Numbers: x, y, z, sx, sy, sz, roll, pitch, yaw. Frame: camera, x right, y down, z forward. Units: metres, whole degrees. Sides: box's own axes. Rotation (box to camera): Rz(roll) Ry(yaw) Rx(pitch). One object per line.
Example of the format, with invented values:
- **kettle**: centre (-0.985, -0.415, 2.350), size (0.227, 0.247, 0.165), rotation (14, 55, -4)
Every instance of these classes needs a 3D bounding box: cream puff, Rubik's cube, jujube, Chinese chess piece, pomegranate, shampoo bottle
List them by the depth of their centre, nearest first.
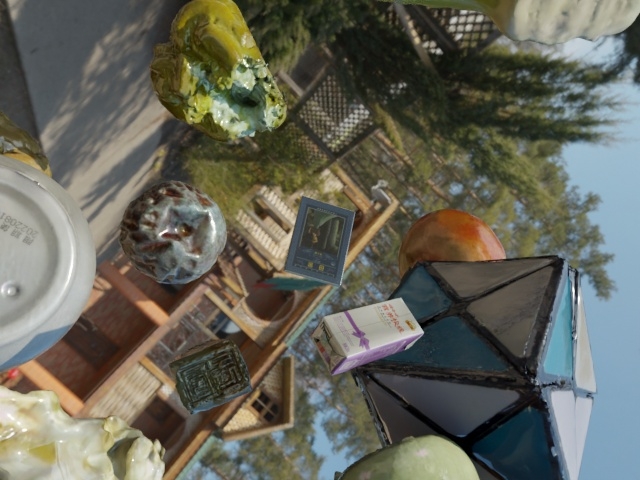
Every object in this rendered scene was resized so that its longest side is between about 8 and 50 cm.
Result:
- **shampoo bottle**: centre (-0.438, 0.033, 0.650), size (0.266, 0.273, 0.273), rotation (-13, -149, 54)
- **Chinese chess piece**: centre (0.110, 0.358, 0.709), size (0.237, 0.237, 0.092), rotation (-41, -132, 17)
- **cream puff**: centre (-0.166, -0.254, 0.784), size (0.195, 0.194, 0.221), rotation (-46, 152, -11)
- **Rubik's cube**: centre (0.268, 0.226, 0.857), size (0.307, 0.310, 0.305), rotation (-1, -152, 38)
- **jujube**: centre (-0.328, -0.010, 1.141), size (0.226, 0.226, 0.317), rotation (-47, -169, -19)
- **pomegranate**: centre (0.295, 0.056, 1.188), size (0.229, 0.252, 0.270), rotation (-47, 165, 31)

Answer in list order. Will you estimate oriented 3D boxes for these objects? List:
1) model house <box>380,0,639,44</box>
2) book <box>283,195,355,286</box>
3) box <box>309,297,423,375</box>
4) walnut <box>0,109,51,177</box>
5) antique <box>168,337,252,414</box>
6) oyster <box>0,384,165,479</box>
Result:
- **model house**: centre (0.108, -0.233, 0.275), size (0.193, 0.234, 0.175), rotation (98, 1, -46)
- **book**: centre (0.000, 0.000, 1.667), size (0.025, 0.190, 0.269), rotation (125, -20, -65)
- **box**: centre (0.049, 0.096, 0.528), size (0.117, 0.051, 0.036), rotation (-5, 143, -40)
- **walnut**: centre (-0.638, -0.102, 0.878), size (0.333, 0.333, 0.333), rotation (-43, -171, 9)
- **antique**: centre (-0.261, 0.304, 1.200), size (0.150, 0.125, 0.284), rotation (-20, 177, -17)
- **oyster**: centre (-0.242, 0.183, 0.295), size (0.107, 0.354, 0.201), rotation (-30, -133, 37)
